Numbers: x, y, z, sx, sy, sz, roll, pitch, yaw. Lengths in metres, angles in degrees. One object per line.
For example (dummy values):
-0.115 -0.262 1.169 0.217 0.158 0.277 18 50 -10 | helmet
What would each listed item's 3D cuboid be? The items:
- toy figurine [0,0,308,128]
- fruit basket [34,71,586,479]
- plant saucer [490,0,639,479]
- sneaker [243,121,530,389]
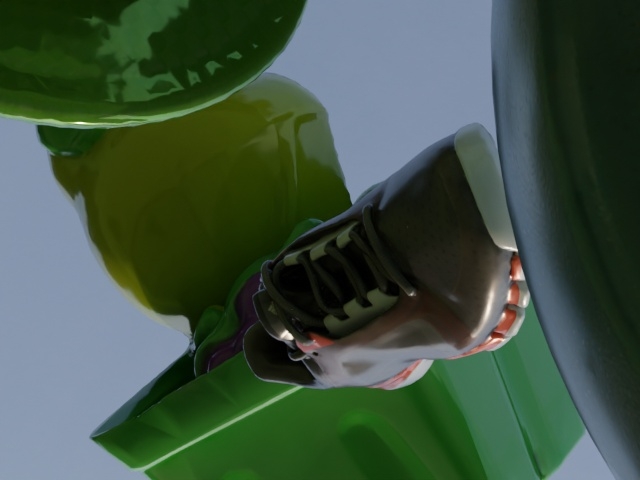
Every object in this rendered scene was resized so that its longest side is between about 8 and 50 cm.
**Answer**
-0.043 -0.131 0.306 0.173 0.130 0.159 42 -44 3 | toy figurine
0.000 0.000 1.160 0.283 0.392 0.392 -29 -98 33 | fruit basket
0.153 -0.049 0.295 0.317 0.043 0.318 -4 -96 38 | plant saucer
0.015 0.017 0.575 0.158 0.065 0.061 123 -48 -61 | sneaker
